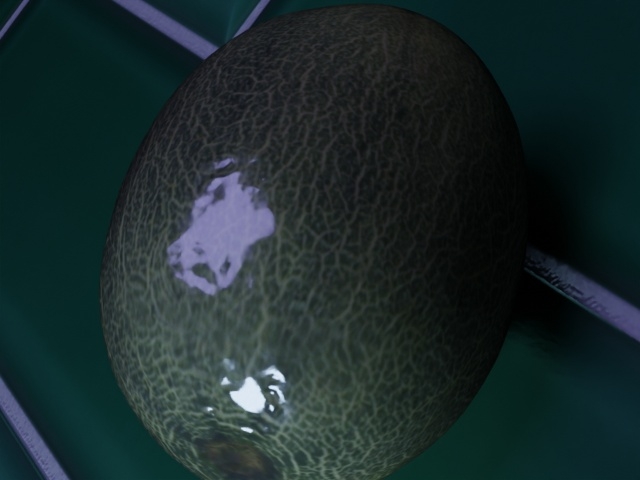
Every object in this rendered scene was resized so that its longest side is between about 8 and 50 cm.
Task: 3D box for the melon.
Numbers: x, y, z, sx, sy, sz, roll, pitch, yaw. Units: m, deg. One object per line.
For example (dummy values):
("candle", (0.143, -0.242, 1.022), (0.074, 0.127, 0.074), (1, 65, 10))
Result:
("melon", (0.000, 0.000, 1.080), (0.237, 0.237, 0.301), (-17, 42, 45))
